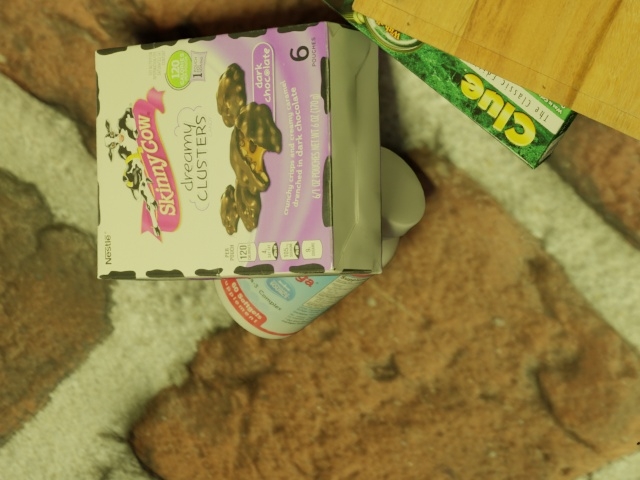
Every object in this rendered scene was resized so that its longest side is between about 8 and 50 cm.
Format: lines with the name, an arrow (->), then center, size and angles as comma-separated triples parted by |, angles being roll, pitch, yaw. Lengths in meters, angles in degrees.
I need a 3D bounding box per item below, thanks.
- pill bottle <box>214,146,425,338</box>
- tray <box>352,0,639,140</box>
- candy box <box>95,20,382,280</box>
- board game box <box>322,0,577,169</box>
pill bottle -> 0.000, 0.000, 1.302 | 0.087, 0.087, 0.160 | 43, 130, -9
tray -> 0.171, -0.244, 0.857 | 0.202, 0.076, 0.411 | 25, 130, 5
candy box -> -0.059, -0.056, 1.239 | 0.196, 0.070, 0.165 | -3, 87, 32
board game box -> 0.069, -0.173, 1.142 | 0.259, 0.030, 0.136 | 40, 130, 11
